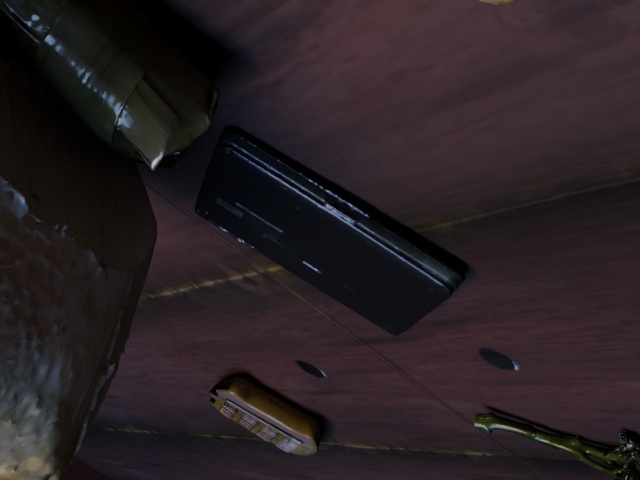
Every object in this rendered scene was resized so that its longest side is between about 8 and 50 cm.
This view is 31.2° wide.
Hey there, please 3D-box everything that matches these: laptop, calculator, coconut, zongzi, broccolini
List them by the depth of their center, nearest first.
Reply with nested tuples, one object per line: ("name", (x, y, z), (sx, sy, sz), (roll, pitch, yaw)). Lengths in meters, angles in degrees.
("zongzi", (-0.147, -0.116, 0.776), (0.160, 0.078, 0.176), (48, 171, -7))
("coconut", (-0.296, 0.033, 0.799), (0.346, 0.360, 0.346), (16, 177, 1))
("laptop", (0.000, 0.000, 0.887), (0.207, 0.026, 0.154), (31, 159, -3))
("broccolini", (0.218, 0.185, 1.006), (0.052, 0.054, 0.194), (23, 169, -39))
("calculator", (-0.073, 0.229, 1.482), (0.157, 0.033, 0.236), (30, 161, -1))

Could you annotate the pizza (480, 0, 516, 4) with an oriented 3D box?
("pizza", (-0.003, -0.161, 0.477), (0.194, 0.069, 0.154), (9, 152, 38))

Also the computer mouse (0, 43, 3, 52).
("computer mouse", (-0.407, -0.227, 0.832), (0.379, 0.090, 0.167), (21, 170, -10))
